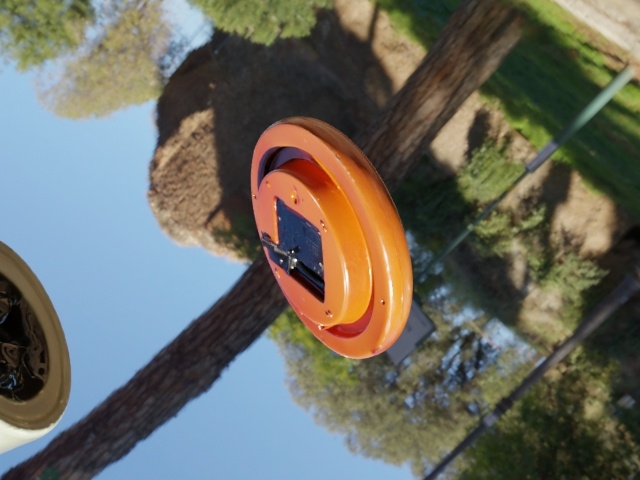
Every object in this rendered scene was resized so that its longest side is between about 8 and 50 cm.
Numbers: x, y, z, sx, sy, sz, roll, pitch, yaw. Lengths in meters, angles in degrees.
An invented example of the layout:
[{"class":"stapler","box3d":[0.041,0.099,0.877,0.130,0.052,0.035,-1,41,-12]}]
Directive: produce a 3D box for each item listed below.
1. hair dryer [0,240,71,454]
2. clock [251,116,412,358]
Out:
[{"class":"hair dryer","box3d":[-0.281,0.082,0.344,0.362,0.203,0.128,13,-125,-80]},{"class":"clock","box3d":[0.000,0.000,0.653,0.051,0.205,0.205,-23,-122,-28]}]
